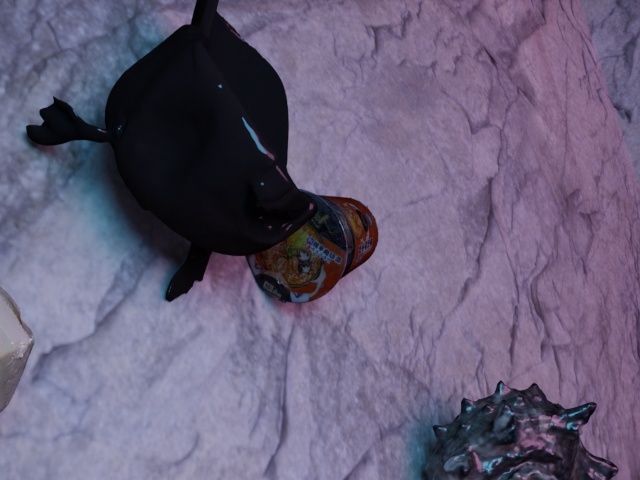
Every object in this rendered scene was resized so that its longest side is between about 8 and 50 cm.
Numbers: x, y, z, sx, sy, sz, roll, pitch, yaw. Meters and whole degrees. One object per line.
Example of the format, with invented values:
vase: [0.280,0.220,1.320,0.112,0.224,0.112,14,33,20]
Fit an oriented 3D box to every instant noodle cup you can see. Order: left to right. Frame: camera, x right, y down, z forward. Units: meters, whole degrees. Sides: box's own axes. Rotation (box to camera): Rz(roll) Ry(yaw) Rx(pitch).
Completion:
instant noodle cup: [0.002,-0.001,0.924,0.136,0.127,0.127,-14,83,-62]

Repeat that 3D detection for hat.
hat: [-0.136,-0.105,0.789,0.238,0.209,0.336,57,13,-48]

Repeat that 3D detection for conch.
conch: [0.247,0.311,1.025,0.240,0.186,0.313,-57,141,-19]

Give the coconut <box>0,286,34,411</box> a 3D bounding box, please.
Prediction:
coconut: [-0.253,0.070,0.543,0.122,0.116,0.116,58,36,-16]
